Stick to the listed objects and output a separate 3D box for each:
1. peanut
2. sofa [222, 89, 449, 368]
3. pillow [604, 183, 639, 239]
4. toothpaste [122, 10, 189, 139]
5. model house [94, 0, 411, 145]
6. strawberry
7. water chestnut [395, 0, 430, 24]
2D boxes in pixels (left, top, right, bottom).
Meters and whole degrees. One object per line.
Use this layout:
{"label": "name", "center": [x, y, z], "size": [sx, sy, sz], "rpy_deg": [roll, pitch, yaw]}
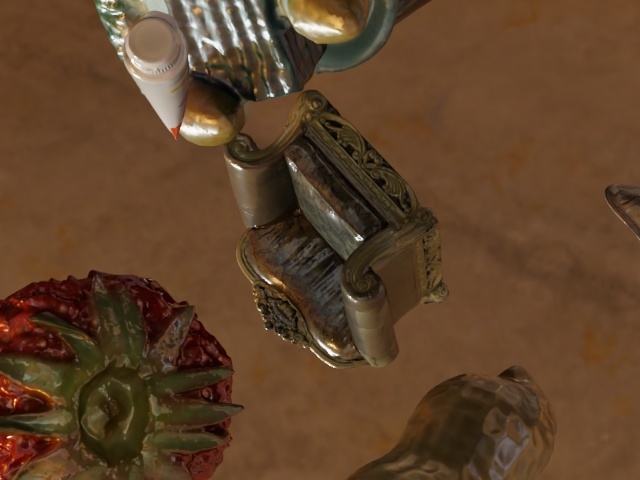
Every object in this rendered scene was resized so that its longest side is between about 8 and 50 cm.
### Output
{"label": "peanut", "center": [0.104, 0.203, 1.494], "size": [0.120, 0.136, 0.298], "rpy_deg": [19, -139, 28]}
{"label": "sofa", "center": [0.000, 0.000, 1.954], "size": [0.182, 0.200, 0.258], "rpy_deg": [-36, -115, -13]}
{"label": "pillow", "center": [0.365, 0.024, 1.745], "size": [0.131, 0.038, 0.232], "rpy_deg": [7, -140, -33]}
{"label": "toothpaste", "center": [-0.079, -0.085, 0.915], "size": [0.031, 0.048, 0.190], "rpy_deg": [-7, 177, -2]}
{"label": "model house", "center": [-0.021, -0.171, 1.302], "size": [0.253, 0.184, 0.291], "rpy_deg": [-22, -153, -7]}
{"label": "strawberry", "center": [-0.244, 0.152, 1.776], "size": [0.292, 0.292, 0.343], "rpy_deg": [-33, -165, -20]}
{"label": "water chestnut", "center": [-0.004, -0.356, 1.888], "size": [0.350, 0.302, 0.350], "rpy_deg": [-23, -159, 10]}
